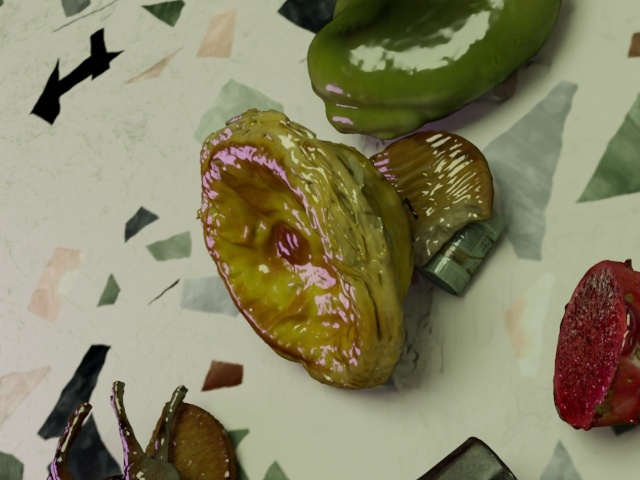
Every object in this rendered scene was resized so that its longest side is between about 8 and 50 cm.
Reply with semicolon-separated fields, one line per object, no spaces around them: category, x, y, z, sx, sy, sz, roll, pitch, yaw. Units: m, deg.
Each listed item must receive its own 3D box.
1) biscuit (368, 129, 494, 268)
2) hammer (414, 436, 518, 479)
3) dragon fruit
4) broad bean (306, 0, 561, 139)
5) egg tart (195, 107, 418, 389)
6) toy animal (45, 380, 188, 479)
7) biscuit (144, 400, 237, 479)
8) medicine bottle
biscuit;0.071;-0.033;1.686;0.228;0.031;0.176;-29;36;29
hammer;0.149;0.360;1.366;0.242;0.095;0.409;-35;56;-12
dragon fruit;0.270;0.096;1.469;0.153;0.111;0.153;-164;90;-76
broad bean;0.113;-0.226;1.761;0.291;0.119;0.238;-36;46;8
egg tart;0.000;0.000;1.610;0.116;0.295;0.295;-32;39;-30
toy animal;-0.172;0.258;1.642;0.243;0.087;0.260;-31;48;31
biscuit;-0.136;0.255;1.676;0.126;0.025;0.206;2;64;35
medicine bottle;0.135;0.006;1.643;0.047;0.047;0.083;27;78;42
